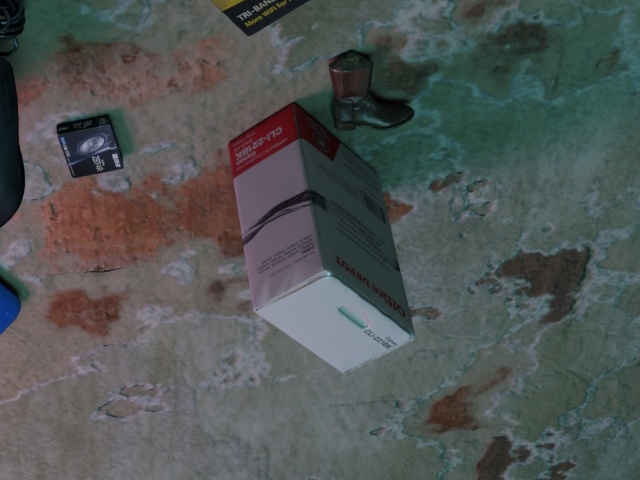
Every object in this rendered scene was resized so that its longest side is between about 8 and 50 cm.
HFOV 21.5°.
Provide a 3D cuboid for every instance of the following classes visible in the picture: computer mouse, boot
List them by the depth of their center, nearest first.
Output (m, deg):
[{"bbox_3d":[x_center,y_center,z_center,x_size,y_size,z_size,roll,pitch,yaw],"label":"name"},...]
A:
[{"bbox_3d":[-0.403,-0.129,1.873,0.189,0.072,0.272,-10,106,-8],"label":"computer mouse"},{"bbox_3d":[0.064,-0.186,2.064,0.106,0.037,0.114,-9,137,-6],"label":"boot"}]

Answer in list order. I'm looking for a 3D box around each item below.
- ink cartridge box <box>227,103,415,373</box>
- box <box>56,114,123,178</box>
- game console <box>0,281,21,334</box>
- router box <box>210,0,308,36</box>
[{"bbox_3d":[0.000,0.000,2.083,0.114,0.273,0.197,-30,138,21],"label":"ink cartridge box"},{"bbox_3d":[-0.283,-0.115,2.074,0.067,0.018,0.083,-10,141,-1],"label":"box"},{"bbox_3d":[-0.591,0.072,2.223,0.250,0.173,0.293,-48,138,-5],"label":"game console"},{"bbox_3d":[-0.026,-0.377,1.764,0.309,0.081,0.243,-29,138,21],"label":"router box"}]
